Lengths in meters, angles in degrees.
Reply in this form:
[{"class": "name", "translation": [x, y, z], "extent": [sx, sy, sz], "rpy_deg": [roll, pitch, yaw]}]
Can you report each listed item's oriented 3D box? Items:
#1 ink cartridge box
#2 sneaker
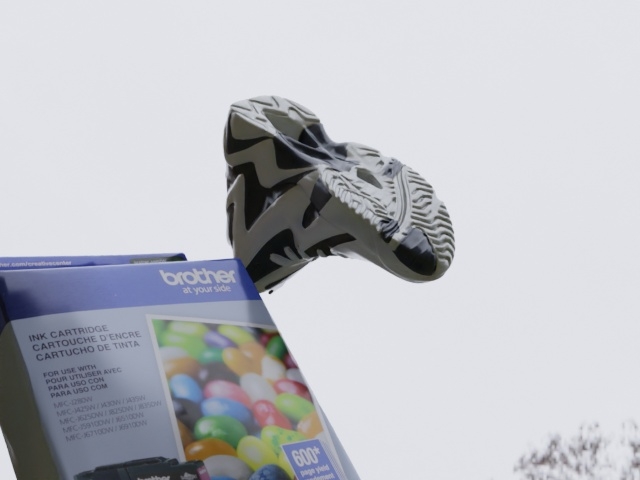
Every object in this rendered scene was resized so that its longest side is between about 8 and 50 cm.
[{"class": "ink cartridge box", "translation": [-0.090, 0.108, 0.549], "extent": [0.185, 0.311, 0.065], "rpy_deg": [-2, -44, -40]}, {"class": "sneaker", "translation": [0.000, 0.000, 0.729], "extent": [0.235, 0.094, 0.153], "rpy_deg": [34, -51, 28]}]
